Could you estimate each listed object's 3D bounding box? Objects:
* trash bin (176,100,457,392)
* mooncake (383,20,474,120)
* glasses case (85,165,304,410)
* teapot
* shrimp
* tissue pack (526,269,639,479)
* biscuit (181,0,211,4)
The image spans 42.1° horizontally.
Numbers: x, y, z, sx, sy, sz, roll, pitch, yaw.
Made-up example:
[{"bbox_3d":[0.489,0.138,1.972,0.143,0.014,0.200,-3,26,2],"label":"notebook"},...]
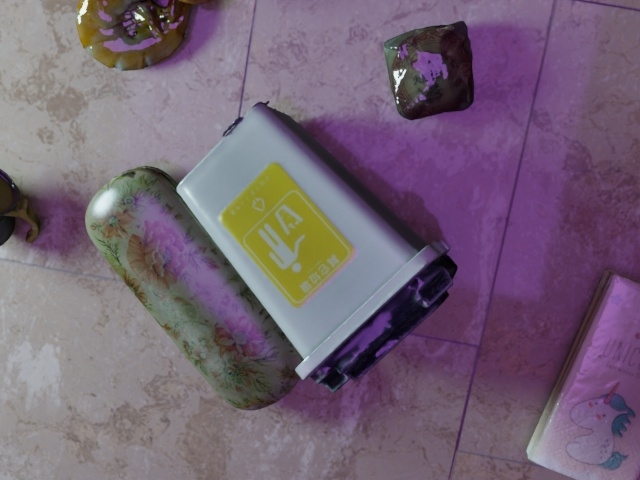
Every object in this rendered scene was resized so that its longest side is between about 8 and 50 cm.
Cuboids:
[{"bbox_3d":[0.000,0.000,1.197,0.256,0.296,0.368,-45,82,12],"label":"trash bin"},{"bbox_3d":[0.162,-0.245,1.210,0.125,0.073,0.130,-12,102,4],"label":"mooncake"},{"bbox_3d":[-0.189,0.077,1.283,0.156,0.098,0.425,-36,97,14],"label":"glasses case"},{"bbox_3d":[-0.507,-0.044,1.269,0.165,0.130,0.119,20,137,-31],"label":"teapot"},{"bbox_3d":[-0.234,-0.364,1.216,0.287,0.063,0.152,-39,99,13],"label":"shrimp"},{"bbox_3d":[0.457,0.222,1.285,0.170,0.071,0.325,20,101,1],"label":"tissue pack"},{"bbox_3d":[-0.119,-0.475,1.139,0.205,0.049,0.324,24,99,-42],"label":"biscuit"}]
